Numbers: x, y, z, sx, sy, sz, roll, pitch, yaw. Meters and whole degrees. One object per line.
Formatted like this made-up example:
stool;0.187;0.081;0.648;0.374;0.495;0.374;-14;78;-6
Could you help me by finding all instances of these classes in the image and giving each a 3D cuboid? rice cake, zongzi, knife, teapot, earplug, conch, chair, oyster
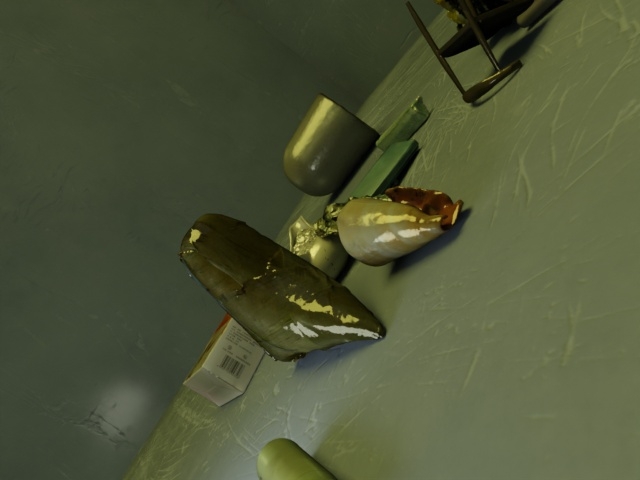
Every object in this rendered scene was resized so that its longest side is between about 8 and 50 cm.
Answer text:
rice cake;0.254;-0.343;1.461;0.206;0.069;0.063;-42;14;45
zongzi;-0.091;0.069;0.880;0.174;0.356;0.393;-49;8;-24
knife;0.138;-0.080;1.270;0.210;0.015;0.028;-52;15;20
teapot;-0.019;0.042;1.191;0.208;0.165;0.299;-35;13;14
earplug;0.015;-0.389;2.050;0.394;0.313;0.312;-53;10;14
conch;0.136;-0.014;0.831;0.158;0.127;0.255;-28;22;-25
chair;0.338;-0.455;1.020;0.167;0.272;0.188;-28;4;-14
oyster;0.087;-0.055;1.082;0.200;0.087;0.252;-31;20;-5

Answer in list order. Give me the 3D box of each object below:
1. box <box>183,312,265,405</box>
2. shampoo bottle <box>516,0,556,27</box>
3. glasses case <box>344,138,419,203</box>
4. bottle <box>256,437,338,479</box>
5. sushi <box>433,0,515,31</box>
box;-0.254;0.313;1.478;0.225;0.144;0.341;-43;14;50
shampoo bottle;0.487;-0.524;0.996;0.079;0.040;0.165;-59;10;-27
glasses case;0.161;-0.152;1.251;0.266;0.056;0.105;-53;28;-18
bottle;-0.027;0.302;0.587;0.072;0.072;0.201;-58;9;-18
sushi;0.405;-0.705;1.206;0.327;0.329;0.285;-61;16;-9
